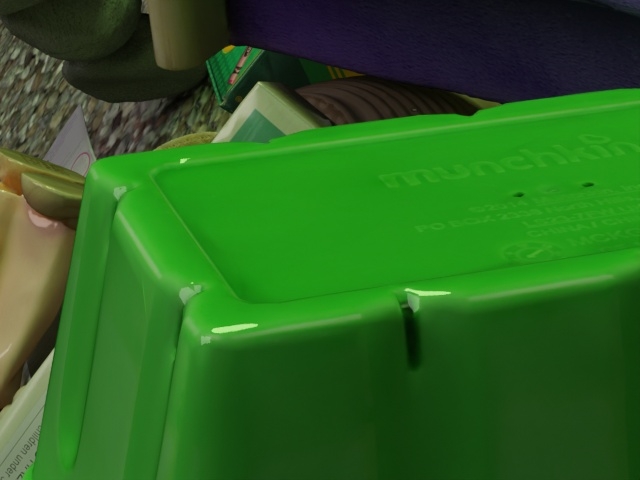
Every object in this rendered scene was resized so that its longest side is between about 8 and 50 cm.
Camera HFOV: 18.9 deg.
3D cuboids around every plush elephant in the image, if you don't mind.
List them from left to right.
[{"bbox_3d":[-0.164,-0.250,1.529,0.255,0.272,0.330,-27,58,5],"label":"plush elephant"}]

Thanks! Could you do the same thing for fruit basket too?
[{"bbox_3d":[0.088,0.150,0.693,0.392,0.392,0.283,-55,27,7],"label":"fruit basket"}]

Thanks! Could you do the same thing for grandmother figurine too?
[{"bbox_3d":[-0.263,0.106,1.452,0.342,0.104,0.208,-69,21,7],"label":"grandmother figurine"}]

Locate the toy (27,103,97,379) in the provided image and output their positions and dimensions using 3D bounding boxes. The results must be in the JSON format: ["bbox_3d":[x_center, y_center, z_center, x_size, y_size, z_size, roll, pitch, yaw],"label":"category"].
[{"bbox_3d":[-0.190,0.016,1.530,0.137,0.056,0.237,-50,34,22],"label":"toy"}]

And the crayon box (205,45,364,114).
[{"bbox_3d":[0.081,-0.158,1.132,0.278,0.165,0.081,-50,28,17],"label":"crayon box"}]

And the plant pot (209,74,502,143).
[{"bbox_3d":[0.000,0.000,1.007,0.237,0.110,0.237,-20,53,30],"label":"plant pot"}]

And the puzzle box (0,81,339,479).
[{"bbox_3d":[-0.041,0.164,0.921,0.409,0.272,0.052,-52,-10,12],"label":"puzzle box"}]

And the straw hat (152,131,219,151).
[{"bbox_3d":[-0.078,0.000,1.347,0.144,0.144,0.061,-64,-15,-10],"label":"straw hat"}]

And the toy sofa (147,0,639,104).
[{"bbox_3d":[0.068,-0.121,0.904,0.362,0.150,0.177,16,40,30],"label":"toy sofa"}]
